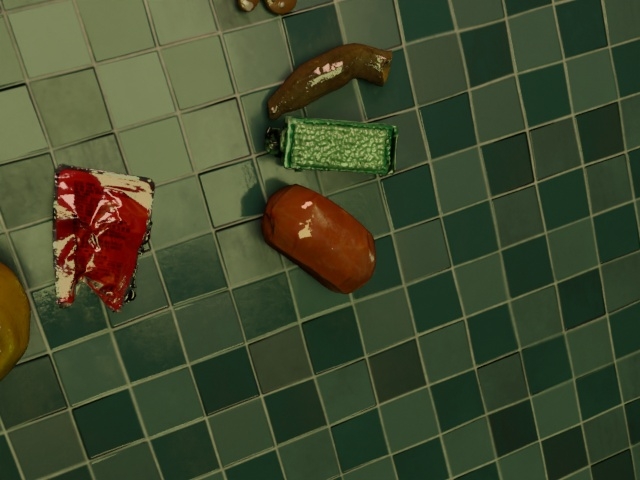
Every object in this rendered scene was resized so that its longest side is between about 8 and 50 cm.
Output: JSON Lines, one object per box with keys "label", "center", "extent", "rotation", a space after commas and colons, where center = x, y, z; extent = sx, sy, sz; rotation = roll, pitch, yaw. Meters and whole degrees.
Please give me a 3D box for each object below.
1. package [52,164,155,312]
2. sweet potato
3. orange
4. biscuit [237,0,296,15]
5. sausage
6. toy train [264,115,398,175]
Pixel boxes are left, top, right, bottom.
{"label": "package", "center": [-0.422, 0.001, 1.621], "extent": [0.194, 0.071, 0.270], "rotation": [9, 93, -35]}
{"label": "sweet potato", "center": [0.020, -0.321, 1.706], "extent": [0.285, 0.085, 0.112], "rotation": [-28, 112, -12]}
{"label": "orange", "center": [-0.646, 0.146, 1.479], "extent": [0.279, 0.235, 0.279], "rotation": [-7, 107, -24]}
{"label": "biscuit", "center": [-0.128, -0.512, 1.639], "extent": [0.205, 0.031, 0.138], "rotation": [31, 82, -29]}
{"label": "sausage", "center": [0.001, -0.001, 1.720], "extent": [0.268, 0.153, 0.141], "rotation": [38, 80, -22]}
{"label": "toy train", "center": [0.025, -0.185, 1.696], "extent": [0.269, 0.154, 0.115], "rotation": [2, 101, -20]}
